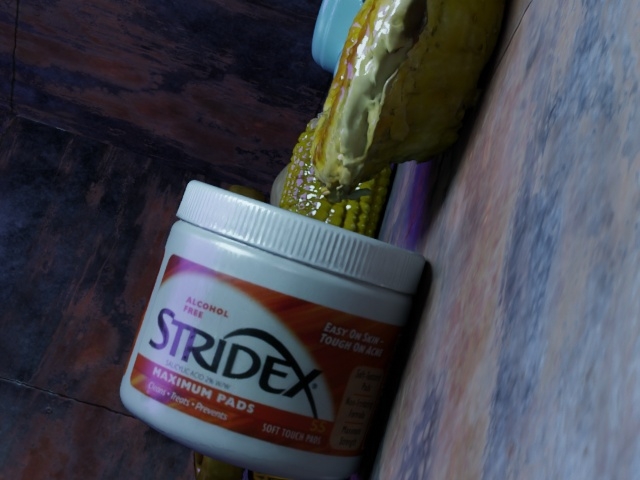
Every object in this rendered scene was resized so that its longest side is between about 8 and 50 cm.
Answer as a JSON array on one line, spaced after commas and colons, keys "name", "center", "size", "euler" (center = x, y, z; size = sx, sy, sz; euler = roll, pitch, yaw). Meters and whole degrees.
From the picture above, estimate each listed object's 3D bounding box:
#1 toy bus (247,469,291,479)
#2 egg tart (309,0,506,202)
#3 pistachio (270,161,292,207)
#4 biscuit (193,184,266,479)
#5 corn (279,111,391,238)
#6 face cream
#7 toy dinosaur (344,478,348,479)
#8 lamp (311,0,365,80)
[{"name": "toy bus", "center": [-0.043, 0.224, 1.240], "size": [0.162, 0.069, 0.074], "euler": [114, 164, -75]}, {"name": "egg tart", "center": [0.079, -0.162, 0.988], "size": [0.295, 0.116, 0.295], "euler": [-162, 90, -88]}, {"name": "pistachio", "center": [0.003, -0.044, 1.473], "size": [0.226, 0.135, 0.136], "euler": [-112, 39, -72]}, {"name": "biscuit", "center": [-0.103, 0.128, 1.294], "size": [0.314, 0.063, 0.368], "euler": [118, 156, -78]}, {"name": "corn", "center": [0.000, 0.000, 1.300], "size": [0.119, 0.119, 0.322], "euler": [125, 162, -76]}, {"name": "face cream", "center": [-0.038, 0.070, 0.925], "size": [0.201, 0.201, 0.187], "euler": [-153, 81, -86]}, {"name": "toy dinosaur", "center": [0.010, 0.206, 0.990], "size": [0.060, 0.029, 0.120], "euler": [-48, 14, 40]}, {"name": "lamp", "center": [0.063, -0.341, 1.673], "size": [0.284, 0.147, 0.209], "euler": [-98, 27, -61]}]
